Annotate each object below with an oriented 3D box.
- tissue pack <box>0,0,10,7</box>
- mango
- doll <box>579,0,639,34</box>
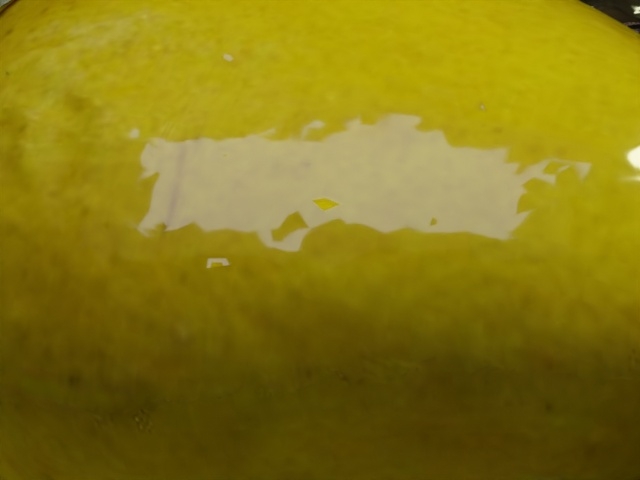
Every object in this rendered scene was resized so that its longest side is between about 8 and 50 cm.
[{"bbox_3d":[-0.067,-0.324,1.158,0.416,0.264,0.253,-38,41,-23],"label":"tissue pack"},{"bbox_3d":[0.000,0.000,0.684,0.445,0.220,0.301,9,49,31],"label":"mango"},{"bbox_3d":[0.171,-0.106,0.902,0.165,0.057,0.139,-24,30,-14],"label":"doll"}]
